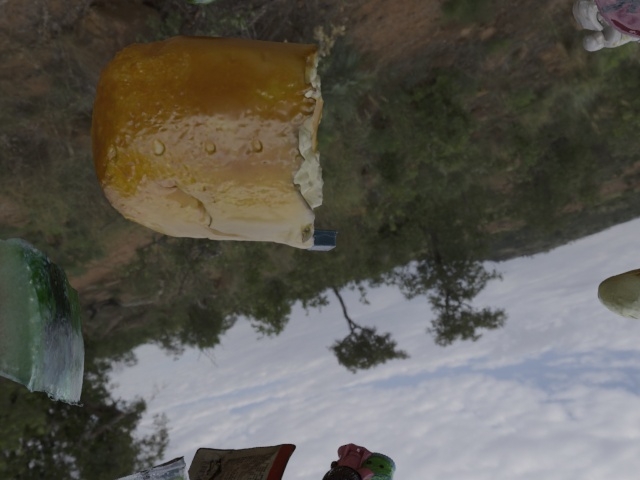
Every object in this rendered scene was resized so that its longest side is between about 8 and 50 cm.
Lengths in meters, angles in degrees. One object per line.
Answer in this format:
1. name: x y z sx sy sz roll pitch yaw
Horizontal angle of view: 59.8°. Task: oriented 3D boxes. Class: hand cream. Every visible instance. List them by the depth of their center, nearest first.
1. hand cream: -0.176 0.335 0.647 0.087 0.235 0.055 -16 -145 -14

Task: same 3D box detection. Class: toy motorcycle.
1. toy motorcycle: 0.741 -0.566 1.367 0.341 0.222 0.107 8 -155 -23

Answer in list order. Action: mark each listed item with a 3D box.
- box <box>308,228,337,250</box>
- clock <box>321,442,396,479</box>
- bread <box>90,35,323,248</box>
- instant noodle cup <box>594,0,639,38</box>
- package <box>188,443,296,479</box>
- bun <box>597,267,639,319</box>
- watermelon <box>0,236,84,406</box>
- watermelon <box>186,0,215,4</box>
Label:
1. box: 0.000 0.000 1.747 0.099 0.054 0.074 3 166 -29
2. clock: 0.112 0.680 1.593 0.194 0.100 0.195 13 -165 18
3. bread: -0.175 -0.164 0.938 0.395 0.360 0.250 2 -174 -12
4. instant noodle cup: 0.523 -0.436 0.796 0.235 0.178 0.234 15 153 8
5. package: -0.169 0.455 1.061 0.239 0.030 0.154 -17 -152 27
6. bun: 0.830 0.137 1.407 0.230 0.145 0.229 -17 172 -3
7. watermelon: -0.424 0.086 0.736 0.302 0.151 0.264 25 160 -3
8. watermelon: -0.264 -0.601 1.243 0.141 0.140 0.187 -16 -157 -28
